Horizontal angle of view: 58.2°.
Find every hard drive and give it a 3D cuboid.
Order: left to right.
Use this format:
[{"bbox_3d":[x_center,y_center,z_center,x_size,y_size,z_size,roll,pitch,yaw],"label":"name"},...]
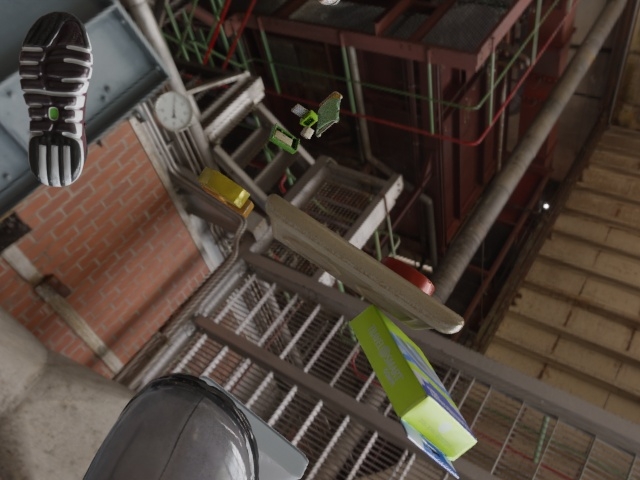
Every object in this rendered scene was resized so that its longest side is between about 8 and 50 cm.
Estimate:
[{"bbox_3d":[-0.200,0.381,1.064,0.233,0.353,0.047,41,-131,-7],"label":"hard drive"}]

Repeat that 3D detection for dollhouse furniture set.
[{"bbox_3d":[-0.028,-0.226,1.074,0.151,0.058,0.076,-32,-142,44],"label":"dollhouse furniture set"}]

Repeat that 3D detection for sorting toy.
[{"bbox_3d":[0.000,0.000,0.620,0.307,0.229,0.041,34,-96,2],"label":"sorting toy"}]

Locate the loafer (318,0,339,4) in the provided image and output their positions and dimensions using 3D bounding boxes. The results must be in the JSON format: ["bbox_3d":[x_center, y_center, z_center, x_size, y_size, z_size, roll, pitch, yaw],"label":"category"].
[{"bbox_3d":[0.020,-0.412,0.845,0.045,0.125,0.039,22,-149,21],"label":"loafer"}]

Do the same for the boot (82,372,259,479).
[{"bbox_3d":[-0.137,0.247,0.283,0.118,0.223,0.338,21,-90,3],"label":"boot"}]

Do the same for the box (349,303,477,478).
[{"bbox_3d":[0.101,0.158,0.630,0.042,0.109,0.178,-40,-148,8],"label":"box"}]

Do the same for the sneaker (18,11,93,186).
[{"bbox_3d":[-0.445,-0.229,0.981,0.106,0.162,0.281,5,-90,-17],"label":"sneaker"}]
